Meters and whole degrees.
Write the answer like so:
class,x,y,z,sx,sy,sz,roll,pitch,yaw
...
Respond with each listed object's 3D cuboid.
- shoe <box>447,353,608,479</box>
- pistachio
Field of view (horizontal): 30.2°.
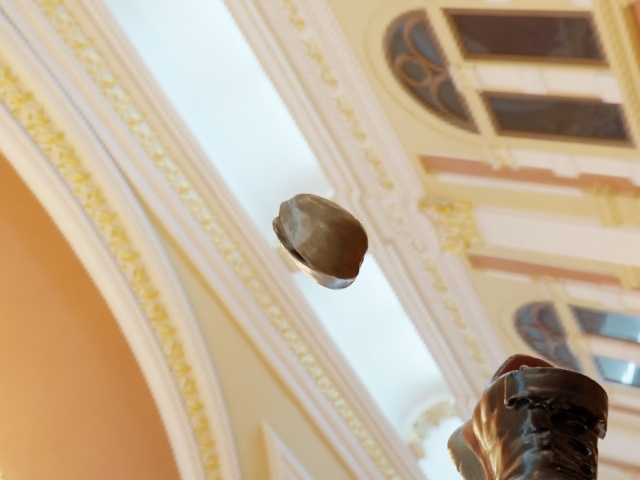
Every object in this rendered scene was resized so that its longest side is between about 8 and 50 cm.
class,x,y,z,sx,sy,sz,roll,pitch,yaw
shoe,0.192,0.173,0.973,0.114,0.291,0.137,22,-80,-10
pistachio,0.000,0.000,1.578,0.113,0.149,0.113,-44,-26,-28
